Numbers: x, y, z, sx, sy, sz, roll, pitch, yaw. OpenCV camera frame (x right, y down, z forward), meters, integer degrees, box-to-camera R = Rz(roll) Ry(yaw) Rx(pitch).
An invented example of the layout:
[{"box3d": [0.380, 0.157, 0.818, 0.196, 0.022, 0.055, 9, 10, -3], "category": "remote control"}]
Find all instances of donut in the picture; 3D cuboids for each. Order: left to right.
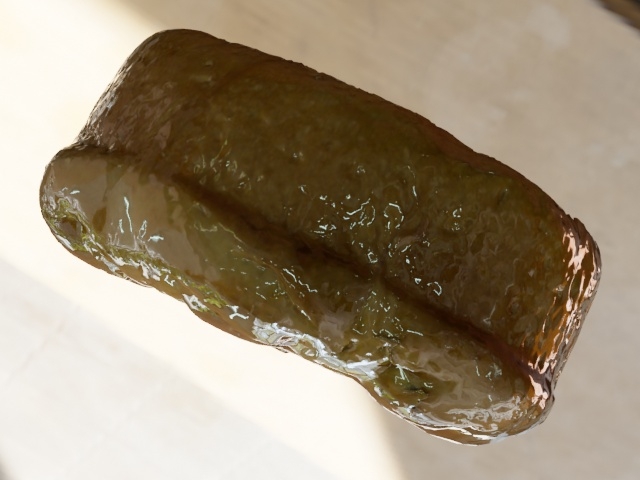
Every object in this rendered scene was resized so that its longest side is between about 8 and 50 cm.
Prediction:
[{"box3d": [0.000, 0.000, 1.111, 0.317, 0.150, 0.299, 27, 174, -5], "category": "donut"}]
